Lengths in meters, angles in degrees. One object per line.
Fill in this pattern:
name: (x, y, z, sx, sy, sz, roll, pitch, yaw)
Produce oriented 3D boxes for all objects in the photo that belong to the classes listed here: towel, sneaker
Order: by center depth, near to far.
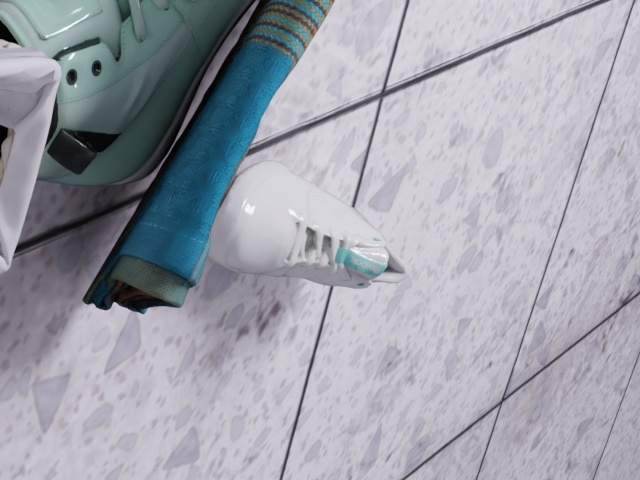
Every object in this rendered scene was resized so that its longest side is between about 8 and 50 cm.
sneaker: (-0.094, -0.137, 0.876, 0.256, 0.094, 0.151, -67, 163, 15)
towel: (-0.017, -0.122, 0.968, 0.370, 0.040, 0.271, -60, -172, -9)
sneaker: (0.000, 0.000, 1.224, 0.212, 0.094, 0.080, 5, 112, -65)

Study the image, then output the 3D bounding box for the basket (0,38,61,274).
basket: (-0.209, -0.039, 0.744, 0.167, 0.103, 0.113, -17, 130, -60)
